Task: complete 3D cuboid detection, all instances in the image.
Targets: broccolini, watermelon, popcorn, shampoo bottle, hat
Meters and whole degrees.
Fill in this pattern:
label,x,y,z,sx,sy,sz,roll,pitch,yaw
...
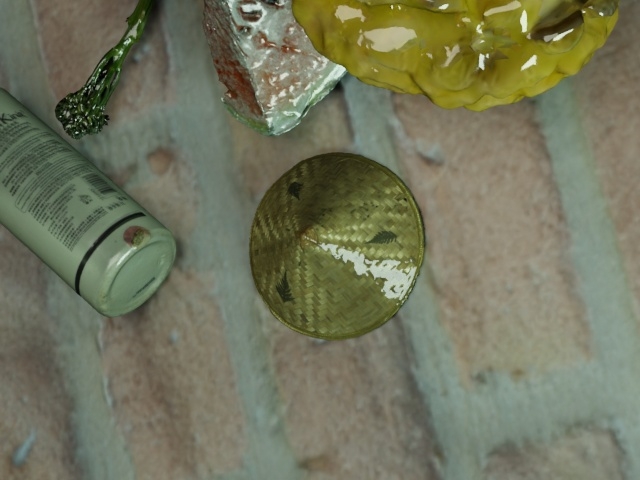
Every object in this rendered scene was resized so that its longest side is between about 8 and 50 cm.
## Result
label,x,y,z,sx,sy,sz,roll,pitch,yaw
broccolini,-0.148,-0.178,1.419,0.044,0.042,0.218,32,94,22
watermelon,-0.032,-0.181,1.332,0.187,0.139,0.071,-57,39,5
popcorn,0.088,-0.206,1.232,0.250,0.190,0.250,0,80,-1
shampoo bottle,-0.232,-0.048,1.412,0.262,0.085,0.085,40,99,22
hat,0.000,0.000,1.320,0.146,0.067,0.146,-3,82,22
